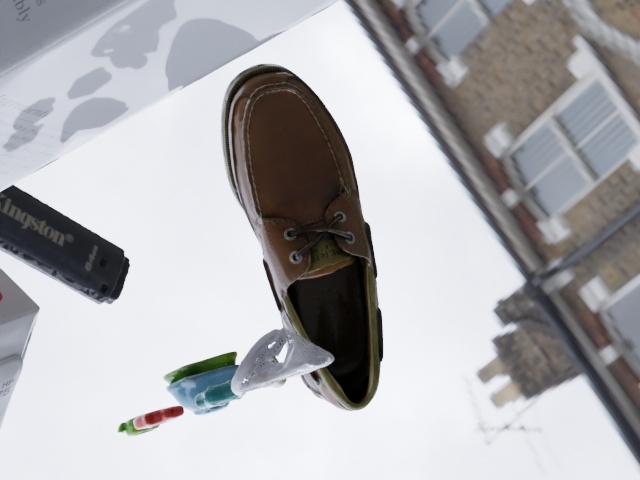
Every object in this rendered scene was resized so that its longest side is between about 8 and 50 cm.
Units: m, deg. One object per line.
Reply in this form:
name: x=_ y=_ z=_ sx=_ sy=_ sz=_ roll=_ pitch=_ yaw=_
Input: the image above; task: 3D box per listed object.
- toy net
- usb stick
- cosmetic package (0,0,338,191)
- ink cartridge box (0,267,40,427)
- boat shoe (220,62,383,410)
toy net: x=-0.078 y=0.107 z=1.053 sx=0.122 sy=0.232 sz=0.045 roll=-11 pitch=-100 yaw=-34
usb stick: x=-0.321 y=-0.022 z=1.374 sx=0.278 sy=0.045 sz=0.077 roll=33 pitch=-138 yaw=-27
cosmetic package: x=-0.178 y=-0.183 z=0.768 sx=0.230 sy=0.453 sz=0.161 roll=67 pitch=-165 yaw=11
ink cartridge box: x=-0.380 y=0.063 z=0.959 sx=0.270 sy=0.197 sz=0.198 roll=41 pitch=-145 yaw=23
boat shoe: x=0.000 y=0.000 z=1.129 sx=0.104 sy=0.110 sz=0.307 roll=-130 pitch=20 yaw=-67
